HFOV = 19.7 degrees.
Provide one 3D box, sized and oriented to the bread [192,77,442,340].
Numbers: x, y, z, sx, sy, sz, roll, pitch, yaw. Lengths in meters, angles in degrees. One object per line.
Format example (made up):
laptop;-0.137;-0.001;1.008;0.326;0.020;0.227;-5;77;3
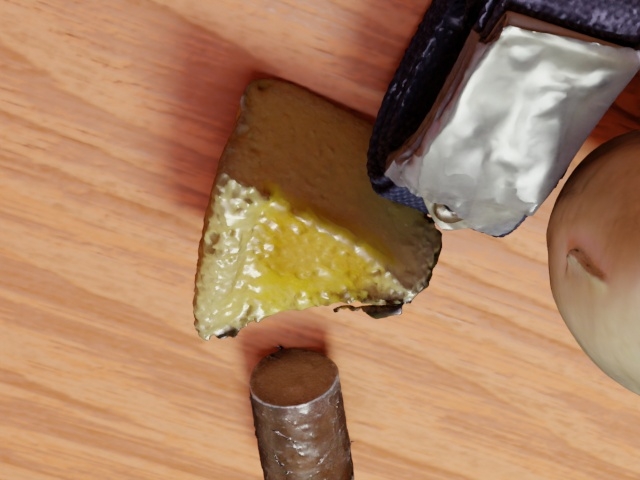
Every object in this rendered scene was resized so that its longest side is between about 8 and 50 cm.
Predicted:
bread;0.000;0.000;1.275;0.160;0.140;0.169;16;136;0

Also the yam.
yam;-0.015;0.153;1.469;0.079;0.079;0.141;-5;133;4

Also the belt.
belt;0.128;-0.103;1.178;0.126;0.139;0.230;19;129;-16

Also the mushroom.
mushroom;0.324;-0.022;1.163;0.315;0.315;0.356;36;108;-30
